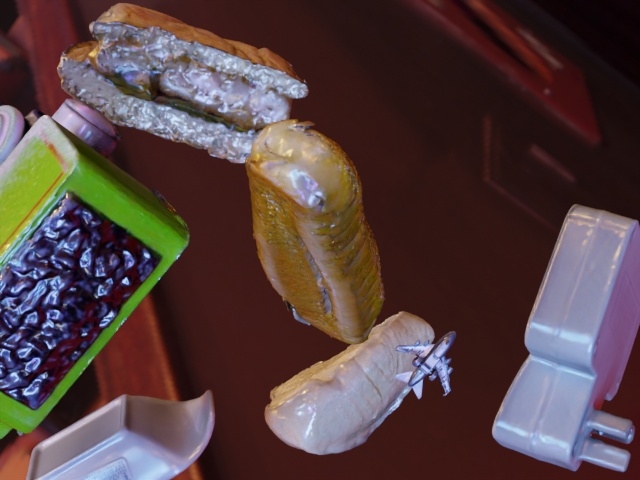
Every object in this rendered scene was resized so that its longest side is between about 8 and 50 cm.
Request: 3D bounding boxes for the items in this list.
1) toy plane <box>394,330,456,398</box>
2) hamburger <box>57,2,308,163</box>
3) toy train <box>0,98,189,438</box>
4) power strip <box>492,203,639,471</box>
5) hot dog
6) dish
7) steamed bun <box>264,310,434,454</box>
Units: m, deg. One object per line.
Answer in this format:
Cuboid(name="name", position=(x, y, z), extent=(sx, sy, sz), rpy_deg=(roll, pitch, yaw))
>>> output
Cuboid(name="toy plane", position=(0.124, 0.135, 1.439), extent=(0.083, 0.078, 0.031), rpy_deg=(-49, 2, 6))
Cuboid(name="hamburger", position=(-0.157, -0.179, 1.420), extent=(0.131, 0.262, 0.124), rpy_deg=(-111, 42, -62))
Cuboid(name="toy train", position=(-0.276, 0.024, 1.154), extent=(0.307, 0.173, 0.249), rpy_deg=(-50, 36, 3))
Cuboid(name="power strip", position=(0.299, 0.119, 1.394), extent=(0.261, 0.141, 0.229), rpy_deg=(-68, -23, -11))
Cuboid(name="hot dog", position=(0.001, 0.000, 0.875), extent=(0.289, 0.083, 0.068), rpy_deg=(79, -147, -66))
Cuboid(name="dish", position=(-0.219, 0.220, 1.360), extent=(0.234, 0.064, 0.154), rpy_deg=(-30, 19, 2))
Cuboid(name="steamed bun", position=(0.019, 0.199, 1.567), extent=(0.231, 0.110, 0.212), rpy_deg=(-35, -1, 39))
